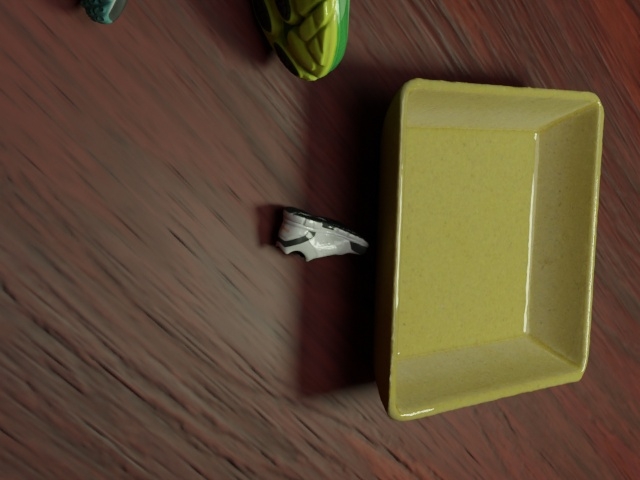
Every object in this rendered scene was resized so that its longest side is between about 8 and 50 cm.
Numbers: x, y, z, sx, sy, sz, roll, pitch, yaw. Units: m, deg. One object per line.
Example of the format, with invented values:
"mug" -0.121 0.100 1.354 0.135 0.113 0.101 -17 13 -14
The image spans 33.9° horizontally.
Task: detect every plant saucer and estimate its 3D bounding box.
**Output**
"plant saucer" 0.169 0.002 1.127 0.333 0.081 0.333 -4 99 -42

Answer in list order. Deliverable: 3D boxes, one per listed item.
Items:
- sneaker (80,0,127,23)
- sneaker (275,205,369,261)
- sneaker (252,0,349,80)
"sneaker" -0.137 -0.244 0.832 0.076 0.065 0.166 22 83 -45
"sneaker" 0.000 0.000 1.009 0.109 0.040 0.044 16 102 -38
"sneaker" 0.010 -0.289 0.922 0.123 0.109 0.295 -5 99 -37
